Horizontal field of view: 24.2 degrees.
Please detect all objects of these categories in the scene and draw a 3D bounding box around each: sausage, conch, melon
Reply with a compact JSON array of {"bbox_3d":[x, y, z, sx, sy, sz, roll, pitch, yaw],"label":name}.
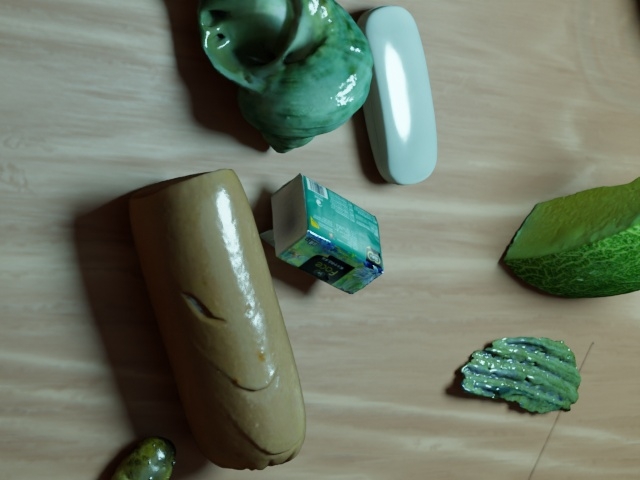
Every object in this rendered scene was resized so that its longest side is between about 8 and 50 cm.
[{"bbox_3d":[-0.098,0.081,1.465,0.121,0.121,0.304,-23,104,-33],"label":"sausage"},{"bbox_3d":[-0.035,-0.183,1.506,0.175,0.122,0.188,-6,93,-15],"label":"conch"},{"bbox_3d":[0.385,-0.024,1.707,0.196,0.323,0.124,10,65,-38],"label":"melon"}]

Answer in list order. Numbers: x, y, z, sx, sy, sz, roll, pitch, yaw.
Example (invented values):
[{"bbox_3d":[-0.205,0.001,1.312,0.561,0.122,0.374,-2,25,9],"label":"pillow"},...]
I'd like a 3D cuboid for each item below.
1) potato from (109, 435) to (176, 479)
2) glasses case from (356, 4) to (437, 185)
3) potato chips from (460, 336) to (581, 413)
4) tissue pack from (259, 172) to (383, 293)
[{"bbox_3d":[-0.173,0.228,1.463,0.051,0.040,0.083,46,64,-22],"label":"potato"},{"bbox_3d":[0.083,-0.158,1.633,0.076,0.049,0.197,-17,101,-34],"label":"glasses case"},{"bbox_3d":[0.240,0.155,1.772,0.207,0.028,0.092,15,81,-37],"label":"potato chips"},{"bbox_3d":[-0.001,0.000,1.565,0.111,0.079,0.085,28,40,-35],"label":"tissue pack"}]
